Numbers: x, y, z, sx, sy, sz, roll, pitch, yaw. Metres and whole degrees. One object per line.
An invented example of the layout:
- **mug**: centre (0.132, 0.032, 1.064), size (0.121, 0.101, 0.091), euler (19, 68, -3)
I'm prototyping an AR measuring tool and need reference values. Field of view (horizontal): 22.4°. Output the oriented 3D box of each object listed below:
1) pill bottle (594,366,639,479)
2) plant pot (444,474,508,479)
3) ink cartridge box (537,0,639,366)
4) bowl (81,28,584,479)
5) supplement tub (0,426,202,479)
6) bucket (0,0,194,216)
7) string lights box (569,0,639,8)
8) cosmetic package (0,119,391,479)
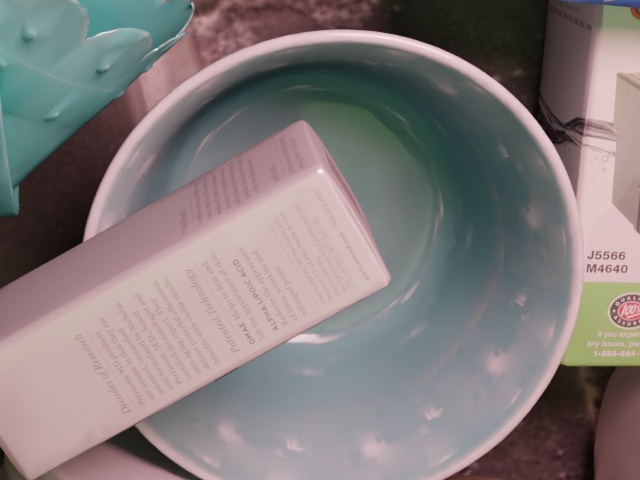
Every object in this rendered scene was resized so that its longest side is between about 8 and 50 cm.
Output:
- **pill bottle**: centre (0.352, 0.160, 1.158), size (0.283, 0.160, 0.160), euler (8, 107, -9)
- **plant pot**: centre (0.124, 0.310, 1.115), size (0.323, 0.280, 0.323), euler (-2, 108, -7)
- **ink cartridge box**: centre (0.253, -0.060, 1.095), size (0.198, 0.115, 0.273), euler (0, 107, -8)
- **bowl**: centre (0.000, 0.000, 1.058), size (0.311, 0.163, 0.312), euler (-2, 109, -7)
- **supplement tub**: centre (-0.153, 0.281, 1.097), size (0.228, 0.228, 0.316), euler (16, 105, -12)
- **bucket**: centre (-0.228, -0.148, 0.929), size (0.281, 0.281, 0.183), euler (41, 108, -17)
- **string lights box**: centre (0.203, -0.207, 0.964), size (0.259, 0.133, 0.077), euler (4, 143, -12)
- **cosmetic package**: centre (-0.084, 0.031, 0.912), size (0.231, 0.117, 0.085), euler (-30, 107, 5)
